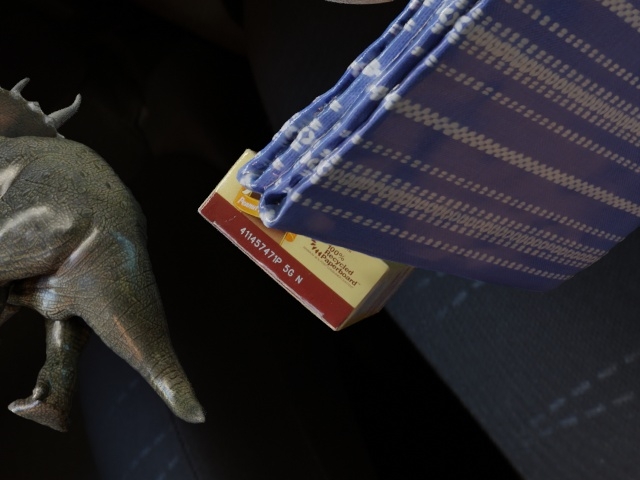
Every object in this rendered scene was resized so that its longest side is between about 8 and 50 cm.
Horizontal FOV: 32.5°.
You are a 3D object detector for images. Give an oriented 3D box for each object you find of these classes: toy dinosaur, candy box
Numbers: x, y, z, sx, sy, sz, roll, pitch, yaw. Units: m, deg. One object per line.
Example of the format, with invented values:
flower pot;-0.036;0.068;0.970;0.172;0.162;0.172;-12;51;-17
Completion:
toy dinosaur;-0.163;0.001;0.604;0.121;0.313;0.160;19;96;-39
candy box;0.000;0.000;1.193;0.183;0.316;0.087;41;96;8

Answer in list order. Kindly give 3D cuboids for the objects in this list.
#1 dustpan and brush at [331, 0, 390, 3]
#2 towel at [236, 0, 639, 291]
dustpan and brush;-0.016;-0.310;1.185;0.211;0.060;0.147;-11;147;4
towel;0.149;-0.106;0.433;0.243;0.040;0.336;14;128;-48
